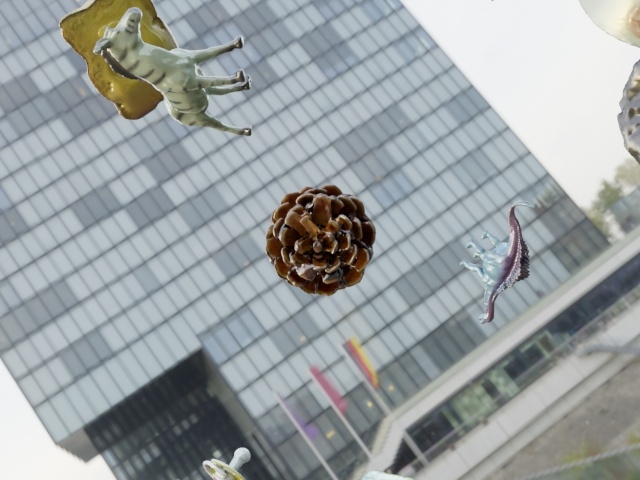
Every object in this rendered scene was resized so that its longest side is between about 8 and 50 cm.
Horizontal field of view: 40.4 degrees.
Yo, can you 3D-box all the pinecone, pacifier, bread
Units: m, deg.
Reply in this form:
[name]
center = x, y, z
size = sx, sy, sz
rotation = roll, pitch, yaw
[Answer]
[pinecone]
center = 0.000, 0.000, 1.222
size = 0.173, 0.173, 0.173
rotation = -35, -13, -10
[pacifier]
center = -0.128, 0.321, 1.242
size = 0.064, 0.068, 0.083
rotation = -52, -12, -28
[bread]
center = -0.331, -0.328, 1.494
size = 0.161, 0.088, 0.233
rotation = -29, -54, -2

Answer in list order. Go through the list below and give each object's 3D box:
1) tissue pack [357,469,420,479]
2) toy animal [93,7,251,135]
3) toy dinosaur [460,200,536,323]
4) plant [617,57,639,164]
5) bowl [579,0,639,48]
[tissue pack]
center = 0.160, 0.517, 1.334
size = 0.128, 0.311, 0.228
rotation = -34, 1, -19
[toy animal]
center = -0.180, -0.205, 1.122
size = 0.176, 0.073, 0.217
rotation = -3, -26, 2
[toy dinosaur]
center = 0.215, 0.024, 1.053
size = 0.045, 0.080, 0.197
rotation = -24, -39, -37
[plant]
center = 0.483, -0.139, 0.973
size = 0.321, 0.181, 0.194
rotation = 3, -66, -42
[bowl]
center = 0.640, -0.515, 1.568
size = 0.337, 0.337, 0.157
rotation = -35, -29, -11
